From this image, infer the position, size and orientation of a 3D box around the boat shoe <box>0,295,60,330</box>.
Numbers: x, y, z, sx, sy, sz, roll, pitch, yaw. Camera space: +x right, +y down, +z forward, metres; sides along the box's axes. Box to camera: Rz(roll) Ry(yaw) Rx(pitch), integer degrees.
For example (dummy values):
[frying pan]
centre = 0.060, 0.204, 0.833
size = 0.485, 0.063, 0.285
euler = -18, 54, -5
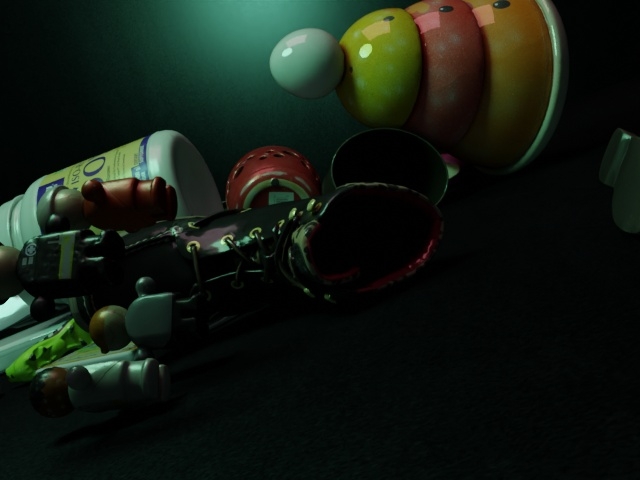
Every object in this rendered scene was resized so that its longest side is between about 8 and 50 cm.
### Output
[boat shoe]
centre = -0.566, 0.118, 1.803
size = 0.301, 0.108, 0.102
euler = -26, -26, -16

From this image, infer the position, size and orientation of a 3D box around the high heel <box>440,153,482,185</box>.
[high heel]
centre = 0.204, -0.129, 1.938
size = 0.244, 0.082, 0.117
euler = -2, 6, 34

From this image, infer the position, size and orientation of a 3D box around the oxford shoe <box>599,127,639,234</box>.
[oxford shoe]
centre = 0.311, -0.054, 0.900
size = 0.076, 0.076, 0.212
euler = 19, 23, 4

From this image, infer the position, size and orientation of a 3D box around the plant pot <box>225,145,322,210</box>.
[plant pot]
centre = -0.089, -0.074, 1.862
size = 0.191, 0.191, 0.174
euler = -20, 16, 3

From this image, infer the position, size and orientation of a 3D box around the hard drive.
[hard drive]
centre = -0.473, 0.166, 1.721
size = 0.353, 0.047, 0.233
euler = -21, 6, -6

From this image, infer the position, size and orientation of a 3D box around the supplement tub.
[supplement tub]
centre = -0.351, -0.026, 1.647
size = 0.331, 0.241, 0.241
euler = -20, 6, 11

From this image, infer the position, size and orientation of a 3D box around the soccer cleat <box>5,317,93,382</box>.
[soccer cleat]
centre = -0.388, 0.157, 1.441
size = 0.072, 0.060, 0.179
euler = -18, 9, 38

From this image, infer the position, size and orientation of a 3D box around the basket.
[basket]
centre = 0.088, -0.101, 1.720
size = 0.204, 0.154, 0.227
euler = 4, -6, -14

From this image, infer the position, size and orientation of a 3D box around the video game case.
[video game case]
centre = -0.233, 0.131, 1.292
size = 0.227, 0.026, 0.206
euler = -15, 8, 41

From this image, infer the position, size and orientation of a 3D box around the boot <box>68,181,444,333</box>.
[boot]
centre = -0.071, 0.022, 1.108
size = 0.378, 0.138, 0.284
euler = -9, -1, -31

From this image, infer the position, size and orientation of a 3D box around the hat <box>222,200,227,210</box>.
[hat]
centre = -0.167, 0.028, 2.072
size = 0.173, 0.183, 0.208
euler = -15, -37, -9

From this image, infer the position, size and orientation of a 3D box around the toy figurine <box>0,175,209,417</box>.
[toy figurine]
centre = -0.217, 0.055, 0.940
size = 0.148, 0.209, 0.213
euler = -8, 25, 15

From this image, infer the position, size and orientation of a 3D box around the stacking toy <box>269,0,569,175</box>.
[stacking toy]
centre = 0.147, -0.288, 1.667
size = 0.480, 0.350, 0.351
euler = -1, -3, -24
